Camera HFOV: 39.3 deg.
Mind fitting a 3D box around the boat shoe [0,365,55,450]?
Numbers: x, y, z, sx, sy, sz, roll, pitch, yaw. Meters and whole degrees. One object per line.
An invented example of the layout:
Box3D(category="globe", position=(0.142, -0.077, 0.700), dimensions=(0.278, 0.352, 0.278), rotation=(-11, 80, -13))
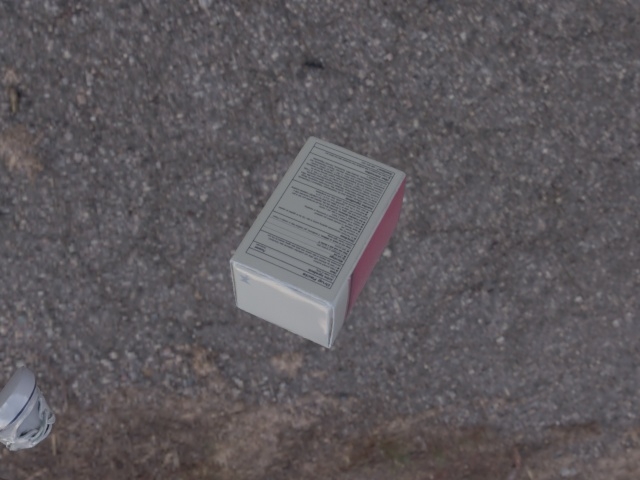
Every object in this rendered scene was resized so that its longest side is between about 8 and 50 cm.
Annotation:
Box3D(category="boat shoe", position=(-0.418, 0.249, 1.255), dimensions=(0.088, 0.096, 0.267), rotation=(34, 148, -11))

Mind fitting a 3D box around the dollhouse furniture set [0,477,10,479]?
Box3D(category="dollhouse furniture set", position=(-0.532, 0.520, 1.557), dimensions=(0.129, 0.184, 0.129), rotation=(17, 94, -13))

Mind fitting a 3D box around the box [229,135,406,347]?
Box3D(category="box", position=(0.000, 0.000, 1.205), dimensions=(0.149, 0.232, 0.127), rotation=(23, 150, 13))
